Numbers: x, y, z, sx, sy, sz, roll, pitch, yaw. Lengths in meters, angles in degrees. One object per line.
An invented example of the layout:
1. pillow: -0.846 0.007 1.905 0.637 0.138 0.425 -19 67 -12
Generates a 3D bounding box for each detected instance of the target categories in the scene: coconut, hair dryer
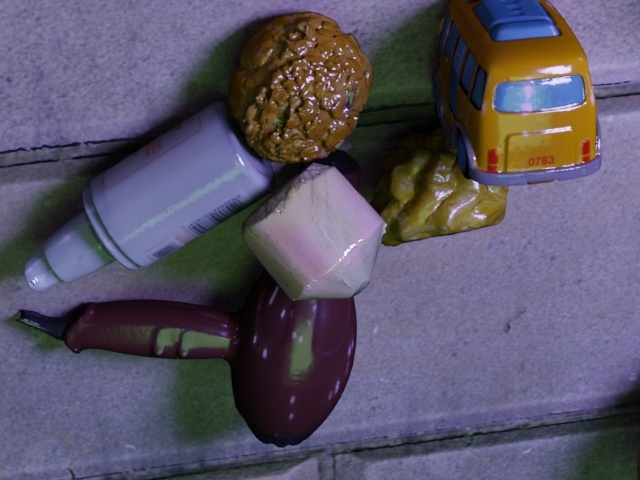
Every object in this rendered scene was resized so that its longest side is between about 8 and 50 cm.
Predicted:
1. coconut: 0.000 0.000 1.822 0.116 0.116 0.122 -39 93 18
2. hair dryer: -0.129 0.050 1.951 0.340 0.123 0.312 5 117 -3

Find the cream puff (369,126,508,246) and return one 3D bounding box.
1. cream puff: 0.111 -0.058 1.894 0.146 0.146 0.116 -9 91 -6

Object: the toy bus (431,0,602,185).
1. toy bus: 0.173 -0.146 1.777 0.126 0.209 0.136 -6 120 -7

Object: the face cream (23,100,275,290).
1. face cream: -0.170 -0.028 1.857 0.252 0.101 0.101 -30 129 13

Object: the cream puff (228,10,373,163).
1. cream puff: -0.016 -0.133 1.796 0.126 0.103 0.144 19 114 -33

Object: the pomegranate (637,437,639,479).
1. pomegranate: 0.488 0.257 2.118 0.342 0.342 0.342 -7 130 -8
